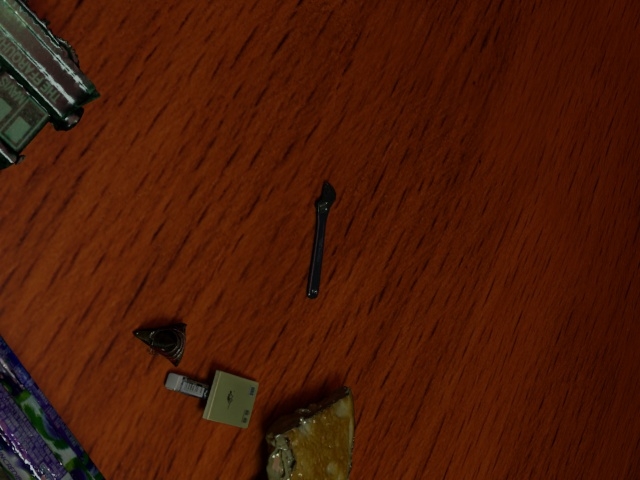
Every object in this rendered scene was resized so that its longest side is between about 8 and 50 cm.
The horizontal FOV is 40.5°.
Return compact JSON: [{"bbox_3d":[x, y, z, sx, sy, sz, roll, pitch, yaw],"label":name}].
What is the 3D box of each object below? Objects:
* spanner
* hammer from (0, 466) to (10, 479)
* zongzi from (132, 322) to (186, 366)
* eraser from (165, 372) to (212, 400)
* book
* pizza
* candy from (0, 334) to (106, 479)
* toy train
[{"bbox_3d":[0.000,0.000,1.529,0.046,0.012,0.209,11,84,-45],"label":"spanner"},{"bbox_3d":[-0.465,0.281,1.058,0.439,0.044,0.169,20,77,-43],"label":"hammer"},{"bbox_3d":[-0.238,0.145,1.280,0.083,0.073,0.067,73,30,-77],"label":"zongzi"},{"bbox_3d":[-0.197,0.227,1.339,0.099,0.019,0.027,29,71,-45],"label":"eraser"},{"bbox_3d":[-0.142,0.254,1.383,0.111,0.014,0.077,33,68,-55],"label":"book"},{"bbox_3d":[-0.034,0.397,1.462,0.223,0.089,0.324,22,74,-49],"label":"pizza"},{"bbox_3d":[-0.372,0.244,1.094,0.312,0.061,0.088,61,37,-15],"label":"candy"},{"bbox_3d":[-0.423,-0.229,1.017,0.330,0.138,0.178,49,64,-33],"label":"toy train"}]
